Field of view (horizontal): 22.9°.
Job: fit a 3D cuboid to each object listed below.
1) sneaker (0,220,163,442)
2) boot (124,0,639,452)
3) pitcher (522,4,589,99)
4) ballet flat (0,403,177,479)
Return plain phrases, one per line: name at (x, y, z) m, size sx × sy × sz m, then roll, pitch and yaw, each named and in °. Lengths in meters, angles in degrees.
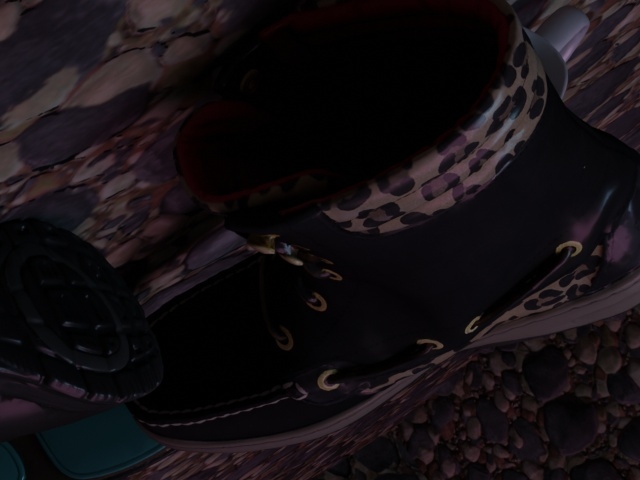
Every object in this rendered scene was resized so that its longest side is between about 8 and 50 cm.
sneaker at (-0.198, 0.066, 0.800) m, size 0.130 × 0.109 × 0.286 m, roll -35°, pitch 162°, yaw 31°
boot at (0.000, 0.000, 0.901) m, size 0.377 × 0.138 × 0.284 m, roll -18°, pitch 154°, yaw 18°
pitcher at (0.109, -0.063, 1.107) m, size 0.178 × 0.125 × 0.207 m, roll -35°, pitch 158°, yaw -41°
ballet flat at (-0.198, 0.143, 1.115) m, size 0.280 × 0.095 × 0.096 m, roll -26°, pitch 178°, yaw 0°
